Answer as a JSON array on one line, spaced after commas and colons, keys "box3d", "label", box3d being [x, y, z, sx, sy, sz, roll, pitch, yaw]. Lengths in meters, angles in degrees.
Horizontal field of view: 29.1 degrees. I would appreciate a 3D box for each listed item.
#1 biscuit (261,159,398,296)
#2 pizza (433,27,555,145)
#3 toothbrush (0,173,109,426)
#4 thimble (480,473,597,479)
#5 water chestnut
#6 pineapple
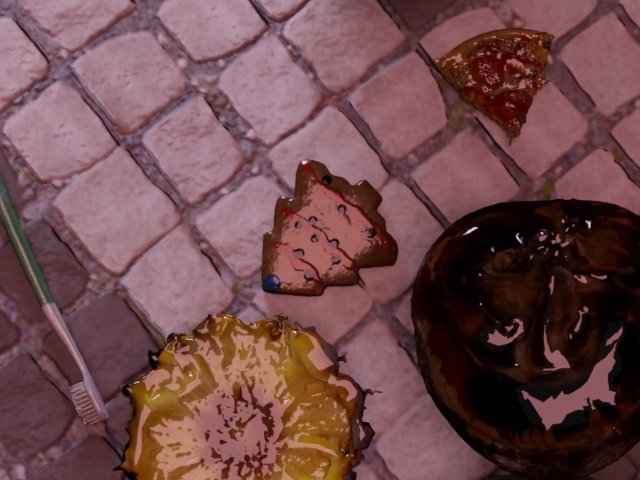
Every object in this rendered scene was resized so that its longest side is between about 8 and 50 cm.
[{"box3d": [0.000, 0.000, 1.054, 0.119, 0.019, 0.130, 45, 85, 1], "label": "biscuit"}, {"box3d": [0.166, -0.151, 1.072, 0.099, 0.029, 0.100, -43, 89, -7], "label": "pizza"}, {"box3d": [-0.237, 0.036, 1.039, 0.024, 0.018, 0.257, -23, 87, 1], "label": "toothbrush"}, {"box3d": [0.177, 0.321, 0.951, 0.291, 0.195, 0.291, 0, 86, -5], "label": "thimble"}, {"box3d": [0.174, 0.066, 0.958, 0.223, 0.238, 0.224, -5, 66, 11], "label": "water chestnut"}, {"box3d": [-0.062, 0.158, 1.009, 0.224, 0.076, 0.225, 0, 87, -6], "label": "pineapple"}]
